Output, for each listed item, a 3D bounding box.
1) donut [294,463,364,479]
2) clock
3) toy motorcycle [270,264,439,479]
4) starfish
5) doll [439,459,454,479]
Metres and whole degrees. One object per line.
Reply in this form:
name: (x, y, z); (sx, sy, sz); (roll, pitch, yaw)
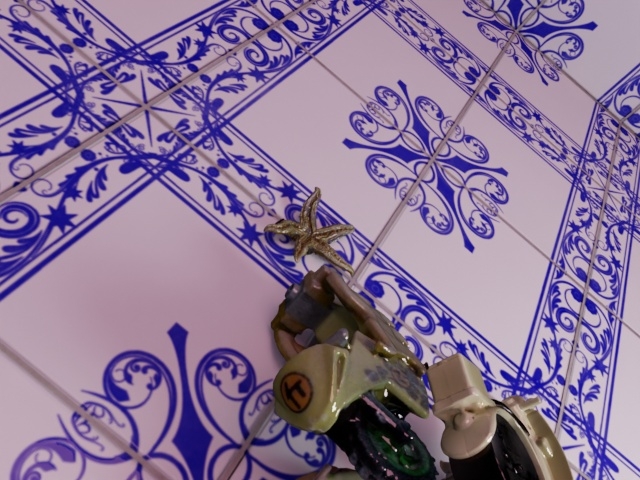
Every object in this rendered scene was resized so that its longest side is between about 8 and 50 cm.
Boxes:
donut: (0.078, 0.458, 0.753); (0.307, 0.150, 0.371); (1, 45, -40)
clock: (0.309, 0.348, 0.998); (0.379, 0.120, 0.277); (39, 29, -43)
toy motorcycle: (0.038, 0.187, 0.906); (0.237, 0.169, 0.410); (37, 14, -15)
starfish: (0.000, 0.000, 1.150); (0.176, 0.053, 0.208); (48, 43, 7)
doll: (0.229, 0.406, 0.995); (0.084, 0.073, 0.127); (33, 37, -60)
